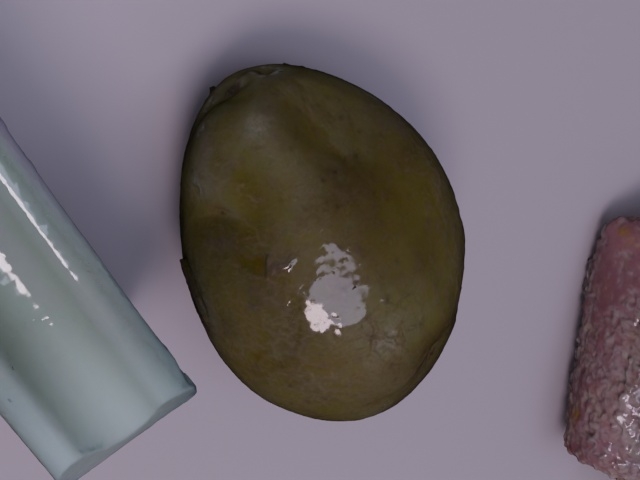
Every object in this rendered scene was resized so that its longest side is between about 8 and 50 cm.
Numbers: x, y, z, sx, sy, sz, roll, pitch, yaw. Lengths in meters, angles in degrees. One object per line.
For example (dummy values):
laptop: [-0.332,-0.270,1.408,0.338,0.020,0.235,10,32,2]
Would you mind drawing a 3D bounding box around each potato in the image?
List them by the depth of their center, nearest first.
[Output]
potato: [0.000,0.000,0.778,0.235,0.160,0.178,60,37,-11]

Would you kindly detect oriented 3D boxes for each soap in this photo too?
soap: [-0.195,-0.012,0.668,0.095,0.173,0.289,-37,116,-12]

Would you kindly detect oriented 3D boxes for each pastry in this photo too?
pastry: [0.248,0.100,0.952,0.112,0.103,0.265,-3,103,-17]
